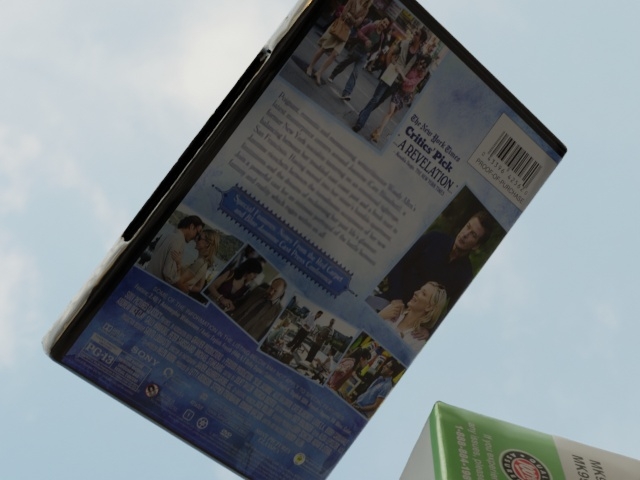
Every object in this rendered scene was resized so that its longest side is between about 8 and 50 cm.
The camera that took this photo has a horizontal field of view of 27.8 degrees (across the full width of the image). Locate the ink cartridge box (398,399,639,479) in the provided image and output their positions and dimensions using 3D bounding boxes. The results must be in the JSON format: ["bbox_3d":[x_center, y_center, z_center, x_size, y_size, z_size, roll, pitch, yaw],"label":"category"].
[{"bbox_3d":[0.127,0.157,0.446,0.212,0.093,0.154,19,-154,-8],"label":"ink cartridge box"}]

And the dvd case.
[{"bbox_3d":[0.000,0.000,0.673,0.180,0.022,0.253,38,-93,-30],"label":"dvd case"}]
